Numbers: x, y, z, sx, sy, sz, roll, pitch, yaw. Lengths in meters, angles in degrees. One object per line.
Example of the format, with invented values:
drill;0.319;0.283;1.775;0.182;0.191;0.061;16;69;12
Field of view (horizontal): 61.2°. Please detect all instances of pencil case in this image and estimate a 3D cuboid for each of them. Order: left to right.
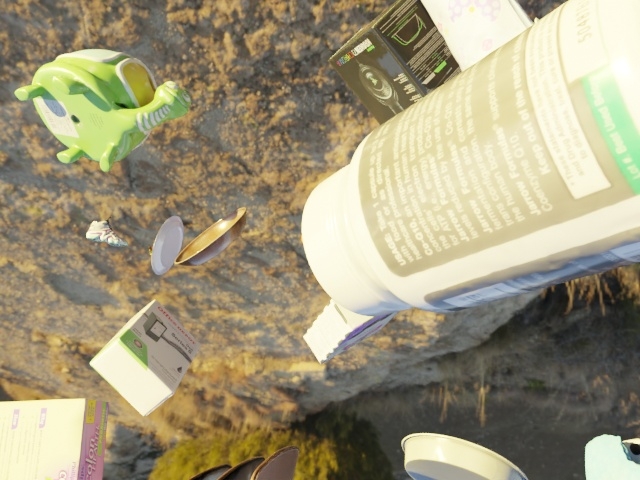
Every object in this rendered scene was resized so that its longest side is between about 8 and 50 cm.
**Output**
pencil case;0.209;-0.332;0.744;0.113;0.273;0.124;-26;174;-16

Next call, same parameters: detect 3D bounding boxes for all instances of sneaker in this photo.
sneaker;-0.516;-0.026;1.328;0.098;0.069;0.038;16;161;-21

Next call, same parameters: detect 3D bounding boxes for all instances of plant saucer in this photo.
plant saucer;-0.237;-0.001;1.213;0.198;0.199;0.036;-20;113;46

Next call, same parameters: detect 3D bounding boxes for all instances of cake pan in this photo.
cake pan;0.323;0.540;1.248;0.293;0.054;0.293;18;144;13

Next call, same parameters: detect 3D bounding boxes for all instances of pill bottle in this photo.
pill bottle;0.154;-0.050;0.497;0.204;0.204;0.361;29;145;-28

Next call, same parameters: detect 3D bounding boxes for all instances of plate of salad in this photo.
plate of salad;-0.503;0.013;1.757;0.048;0.200;0.200;17;153;10

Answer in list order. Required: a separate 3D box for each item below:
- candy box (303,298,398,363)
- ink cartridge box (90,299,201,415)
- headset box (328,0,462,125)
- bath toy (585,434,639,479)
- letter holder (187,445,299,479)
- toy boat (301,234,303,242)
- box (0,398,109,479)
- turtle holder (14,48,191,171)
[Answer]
candy box;0.073;0.141;1.028;0.164;0.070;0.196;-25;161;-28
ink cartridge box;-0.459;0.305;1.464;0.114;0.273;0.198;-40;100;12
headset box;0.189;-0.354;1.189;0.283;0.131;0.246;47;167;-16
bath toy;0.592;0.390;0.843;0.348;0.152;0.129;12;154;-18
letter holder;-0.163;0.483;1.023;0.151;0.215;0.302;14;171;15
toy boat;0.000;0.000;2.083;0.151;0.151;0.231;10;140;-7
box;-0.572;0.434;1.083;0.242;0.214;0.117;-3;160;2
turtle holder;-0.461;-0.312;1.176;0.320;0.227;0.243;-17;119;43
